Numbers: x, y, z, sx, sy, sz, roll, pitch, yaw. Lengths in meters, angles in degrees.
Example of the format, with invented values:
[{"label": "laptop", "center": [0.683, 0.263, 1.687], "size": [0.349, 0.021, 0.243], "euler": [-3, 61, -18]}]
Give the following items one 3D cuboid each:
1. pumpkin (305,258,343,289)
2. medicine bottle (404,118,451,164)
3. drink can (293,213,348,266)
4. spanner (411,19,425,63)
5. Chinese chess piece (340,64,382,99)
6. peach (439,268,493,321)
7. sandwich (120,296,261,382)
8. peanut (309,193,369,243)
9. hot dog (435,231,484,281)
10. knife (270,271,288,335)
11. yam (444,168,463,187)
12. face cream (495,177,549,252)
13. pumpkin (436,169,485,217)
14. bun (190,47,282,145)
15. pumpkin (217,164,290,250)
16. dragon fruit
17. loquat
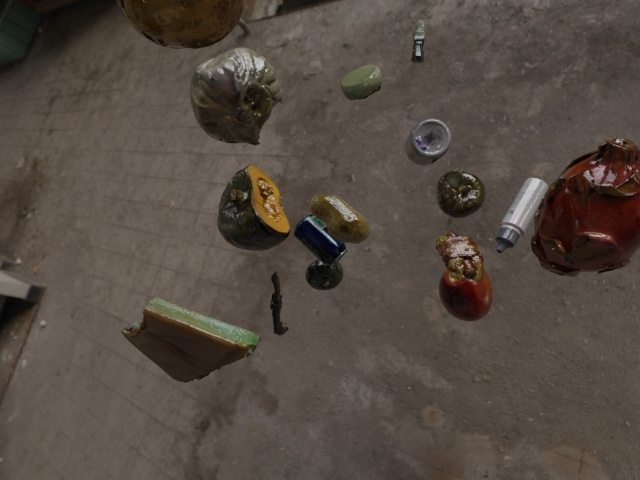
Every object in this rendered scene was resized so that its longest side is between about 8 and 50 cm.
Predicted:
[{"label": "pumpkin", "center": [0.017, 0.147, 1.893], "size": [0.167, 0.167, 0.125], "euler": [-26, 65, 24]}, {"label": "medicine bottle", "center": [0.360, -0.328, 1.501], "size": [0.135, 0.215, 0.135], "euler": [0, 91, 4]}, {"label": "drink can", "center": [0.000, 0.000, 1.650], "size": [0.205, 0.118, 0.118], "euler": [44, 101, 9]}, {"label": "spanner", "center": [0.313, -0.622, 1.396], "size": [0.040, 0.095, 0.324], "euler": [4, 37, 11]}, {"label": "Chinese chess piece", "center": [0.081, -0.313, 0.867], "size": [0.084, 0.034, 0.084], "euler": [-19, 39, 16]}, {"label": "peach", "center": [0.576, 0.198, 1.728], "size": [0.200, 0.243, 0.243], "euler": [-1, 72, 33]}, {"label": "sandwich", "center": [-0.290, 0.204, 0.947], "size": [0.245, 0.212, 0.063], "euler": [-28, 26, 24]}, {"label": "peanut", "center": [0.057, -0.074, 1.453], "size": [0.236, 0.110, 0.120], "euler": [36, 119, 22]}, {"label": "hot dog", "center": [0.469, 0.047, 1.461], "size": [0.213, 0.146, 0.103], "euler": [-107, 23, -51]}, {"label": "knife", "center": [-0.095, 0.145, 0.938], "size": [0.021, 0.222, 0.045], "euler": [26, 54, 25]}, {"label": "yam", "center": [0.505, -0.234, 1.651], "size": [0.068, 0.169, 0.068], "euler": [4, 103, 19]}, {"label": "face cream", "center": [0.724, -0.083, 1.597], "size": [0.092, 0.092, 0.311], "euler": [23, 73, 38]}, {"label": "pumpkin", "center": [0.620, -0.203, 1.925], "size": [0.219, 0.162, 0.218], "euler": [1, 80, -3]}, {"label": "bun", "center": [-0.237, -0.408, 1.257], "size": [0.281, 0.282, 0.205], "euler": [-59, 30, 2]}, {"label": "pumpkin", "center": [-0.266, -0.091, 1.532], "size": [0.232, 0.242, 0.325], "euler": [-35, 48, 18]}, {"label": "dragon fruit", "center": [0.587, -0.057, 0.934], "size": [0.250, 0.250, 0.315], "euler": [27, 109, 38]}, {"label": "loquat", "center": [-0.245, -0.458, 0.771], "size": [0.235, 0.235, 0.235], "euler": [-13, 66, 30]}]
